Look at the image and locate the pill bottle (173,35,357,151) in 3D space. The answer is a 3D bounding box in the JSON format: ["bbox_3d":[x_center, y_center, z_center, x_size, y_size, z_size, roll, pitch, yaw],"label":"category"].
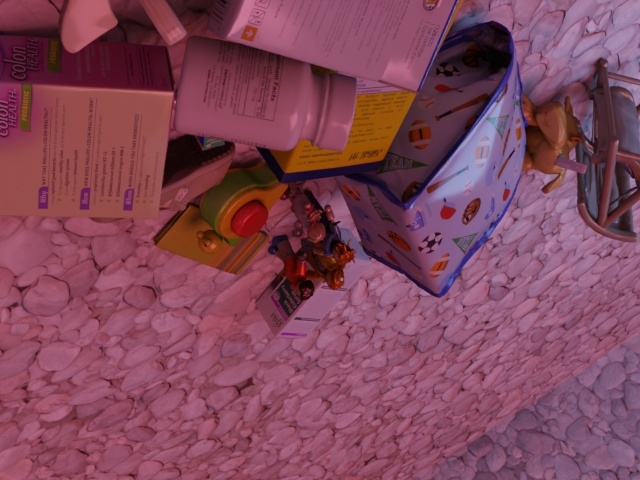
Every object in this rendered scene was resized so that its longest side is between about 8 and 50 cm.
[{"bbox_3d":[-0.073,-0.189,1.447,0.229,0.131,0.131,10,137,-7],"label":"pill bottle"}]

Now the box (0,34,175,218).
[{"bbox_3d":[-0.330,-0.148,1.451,0.243,0.117,0.213,0,131,-16],"label":"box"}]

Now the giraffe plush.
[{"bbox_3d":[0.449,-0.211,2.156,0.170,0.210,0.181,-41,162,-55],"label":"giraffe plush"}]

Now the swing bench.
[{"bbox_3d":[0.601,-0.179,2.194,0.165,0.253,0.254,13,137,-5],"label":"swing bench"}]

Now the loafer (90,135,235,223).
[{"bbox_3d":[-0.253,-0.085,1.717,0.268,0.102,0.092,-23,141,-19],"label":"loafer"}]

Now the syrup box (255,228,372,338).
[{"bbox_3d":[-0.016,0.087,2.180,0.096,0.093,0.237,10,129,-49],"label":"syrup box"}]

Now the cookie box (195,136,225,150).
[{"bbox_3d":[-0.174,-0.206,1.632,0.040,0.092,0.107,-17,145,-21],"label":"cookie box"}]

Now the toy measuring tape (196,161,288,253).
[{"bbox_3d":[-0.106,-0.110,1.819,0.330,0.121,0.121,-51,146,11],"label":"toy measuring tape"}]

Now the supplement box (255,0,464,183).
[{"bbox_3d":[0.030,-0.284,1.612,0.194,0.195,0.356,-10,142,-35],"label":"supplement box"}]

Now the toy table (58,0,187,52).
[{"bbox_3d":[-0.230,-0.347,1.263,0.274,0.252,0.161,-25,135,13],"label":"toy table"}]

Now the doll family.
[{"bbox_3d":[0.000,0.000,2.006,0.118,0.163,0.263,-19,146,-23],"label":"doll family"}]

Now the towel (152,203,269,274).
[{"bbox_3d":[-0.194,-0.002,1.969,0.102,0.021,0.237,-48,145,13],"label":"towel"}]

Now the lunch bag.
[{"bbox_3d":[0.218,-0.157,1.914,0.385,0.239,0.328,-49,150,-13],"label":"lunch bag"}]

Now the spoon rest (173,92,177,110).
[{"bbox_3d":[-0.326,-0.161,1.586,0.276,0.084,0.137,-23,149,8],"label":"spoon rest"}]

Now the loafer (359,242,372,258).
[{"bbox_3d":[0.053,0.056,2.254,0.125,0.039,0.045,-42,149,13],"label":"loafer"}]

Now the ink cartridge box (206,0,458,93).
[{"bbox_3d":[0.050,-0.357,1.330,0.307,0.072,0.303,8,112,-39],"label":"ink cartridge box"}]
